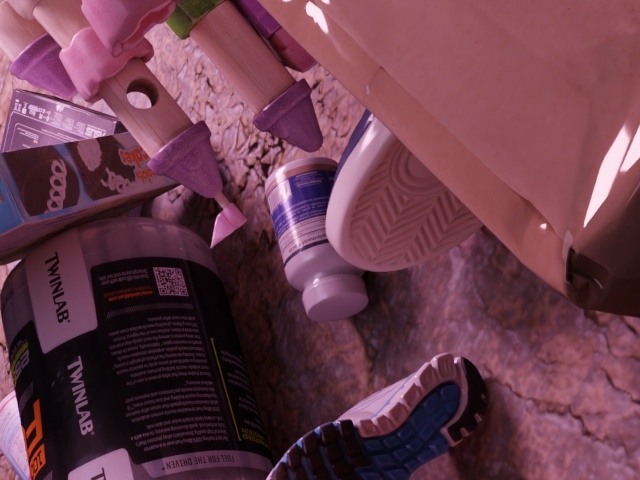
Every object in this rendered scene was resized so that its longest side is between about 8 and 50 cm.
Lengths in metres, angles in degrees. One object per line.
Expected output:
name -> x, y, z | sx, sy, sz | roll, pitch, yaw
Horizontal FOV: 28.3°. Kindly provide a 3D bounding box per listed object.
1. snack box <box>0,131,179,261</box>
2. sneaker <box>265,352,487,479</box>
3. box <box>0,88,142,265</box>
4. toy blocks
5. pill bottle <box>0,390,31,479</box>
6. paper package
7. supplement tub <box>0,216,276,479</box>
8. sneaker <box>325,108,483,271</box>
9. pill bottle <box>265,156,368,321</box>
snack box -> -0.245, -0.026, 1.064 | 0.187, 0.322, 0.060 | -24, 91, 20
sneaker -> 0.029, 0.146, 0.867 | 0.083, 0.190, 0.071 | -31, 85, 54
box -> -0.268, -0.051, 1.330 | 0.231, 0.056, 0.183 | 20, 99, 49
toy blocks -> -0.076, -0.174, 1.004 | 0.260, 0.288, 0.309 | 49, 155, -4
pill bottle -> -0.252, 0.211, 1.235 | 0.160, 0.087, 0.087 | 37, 110, 46
paper package -> 0.169, -0.102, 0.624 | 0.309, 0.324, 0.168 | 49, 120, 42
supplement tub -> -0.144, 0.156, 1.040 | 0.193, 0.193, 0.316 | -43, 52, 35
sneaker -> 0.096, -0.147, 0.886 | 0.350, 0.131, 0.148 | -59, 37, 15
pill bottle -> 0.000, 0.000, 0.999 | 0.067, 0.067, 0.120 | -38, 56, 38
